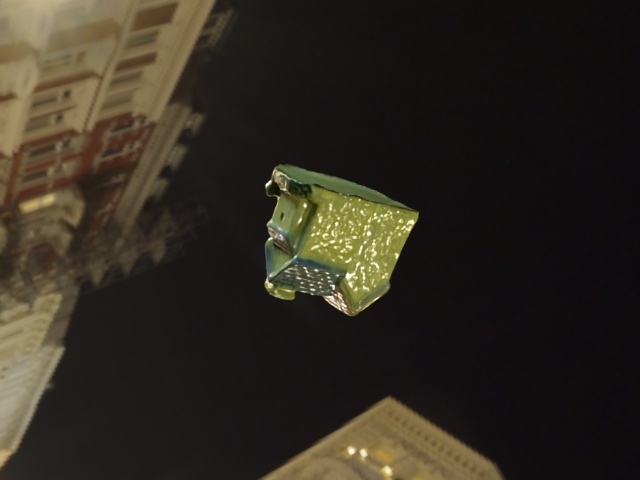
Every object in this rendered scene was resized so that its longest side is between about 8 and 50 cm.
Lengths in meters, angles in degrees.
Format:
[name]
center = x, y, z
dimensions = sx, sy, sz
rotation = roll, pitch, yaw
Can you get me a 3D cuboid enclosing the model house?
[model house]
center = 0.000, 0.000, 1.549
dimensions = 0.195, 0.214, 0.189
rotation = 27, -77, 57
